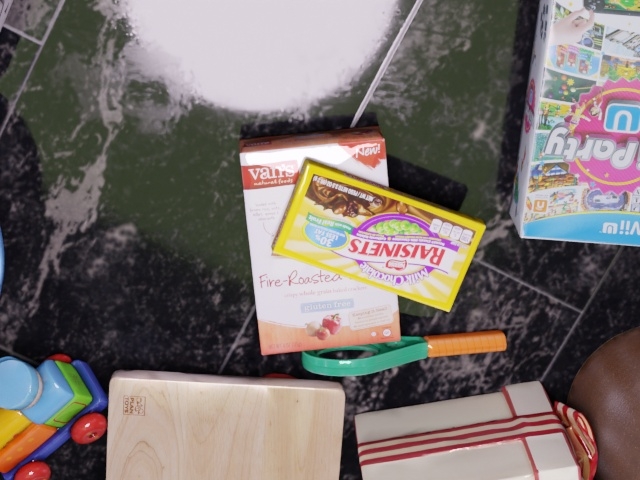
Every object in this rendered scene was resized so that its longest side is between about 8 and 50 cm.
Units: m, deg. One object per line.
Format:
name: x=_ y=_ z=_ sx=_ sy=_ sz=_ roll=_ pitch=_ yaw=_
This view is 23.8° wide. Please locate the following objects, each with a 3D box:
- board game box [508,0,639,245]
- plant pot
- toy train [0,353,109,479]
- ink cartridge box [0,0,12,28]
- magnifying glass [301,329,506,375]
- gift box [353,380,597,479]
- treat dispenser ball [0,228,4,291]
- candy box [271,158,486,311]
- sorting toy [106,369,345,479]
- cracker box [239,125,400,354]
board game box: x=0.331 y=-0.150 z=1.597 sx=0.224 sy=0.097 sz=0.304 roll=4 pitch=108 yaw=-3
plant pot: x=0.395 y=0.229 z=1.648 sx=0.215 sy=0.230 sz=0.215 roll=-1 pitch=107 yaw=-2
toy train: x=-0.362 y=0.220 z=1.648 sx=0.248 sy=0.143 sz=0.105 roll=-40 pitch=64 yaw=10
ink cartridge box: x=-0.376 y=-0.186 z=1.493 sx=0.092 sy=0.218 sz=0.159 roll=23 pitch=106 yaw=-9
magnifying glass: x=0.093 y=0.122 z=1.686 sx=0.230 sy=0.092 sz=0.026 roll=-6 pitch=105 yaw=-11
gift box: x=0.185 y=0.326 z=1.655 sx=0.258 sy=0.276 sz=0.255 roll=-10 pitch=113 yaw=-1
treat dispenser ball: x=-0.463 y=0.023 z=1.519 sx=0.288 sy=0.288 sz=0.288 roll=-1 pitch=108 yaw=-2
candy box: x=0.061 y=-0.004 z=1.600 sx=0.205 sy=0.027 sz=0.105 roll=18 pitch=107 yaw=-13
sorting toy: x=-0.110 y=0.263 z=1.713 sx=0.255 sy=0.089 sz=0.257 roll=3 pitch=107 yaw=-3
cracker box: x=0.000 y=0.000 z=1.646 sx=0.155 sy=0.067 sz=0.232 roll=-6 pitch=107 yaw=-1
